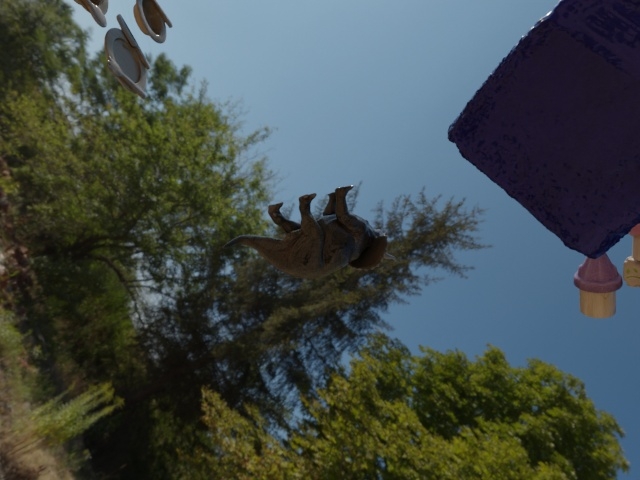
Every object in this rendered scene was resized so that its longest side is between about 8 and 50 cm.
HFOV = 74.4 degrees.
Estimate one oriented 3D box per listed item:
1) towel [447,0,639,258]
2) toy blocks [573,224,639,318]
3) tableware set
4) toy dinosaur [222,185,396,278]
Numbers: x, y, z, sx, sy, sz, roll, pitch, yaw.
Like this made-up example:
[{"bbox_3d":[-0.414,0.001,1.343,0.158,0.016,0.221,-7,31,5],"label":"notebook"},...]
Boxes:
[{"bbox_3d":[0.311,-0.157,0.424,0.227,0.076,0.308,47,-61,14],"label":"towel"},{"bbox_3d":[0.465,-0.031,0.460,0.289,0.309,0.259,-149,-137,-64],"label":"toy blocks"},{"bbox_3d":[-0.203,-0.240,0.423,0.141,0.020,0.168,66,18,-57],"label":"tableware set"},{"bbox_3d":[0.000,0.000,0.723,0.121,0.314,0.160,-9,-86,67],"label":"toy dinosaur"}]
